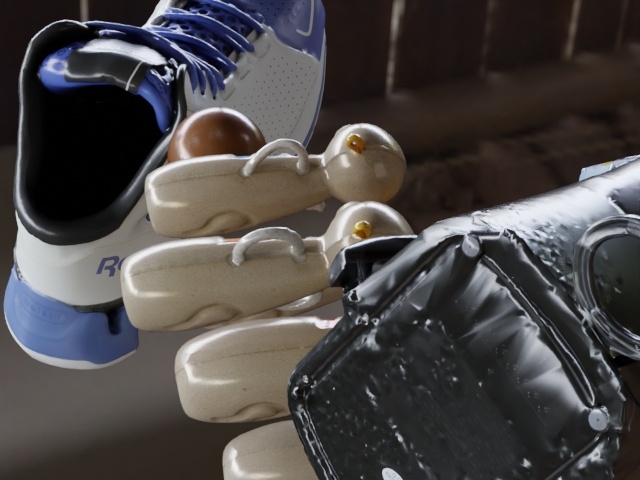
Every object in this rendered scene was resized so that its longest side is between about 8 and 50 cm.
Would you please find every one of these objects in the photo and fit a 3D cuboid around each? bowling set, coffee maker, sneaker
[{"bbox_3d":[0.000,0.000,0.859,0.154,0.287,0.199,-10,62,4],"label":"bowling set"},{"bbox_3d":[0.107,0.033,0.594,0.171,0.120,0.178,-17,1,42],"label":"coffee maker"},{"bbox_3d":[-0.091,-0.085,1.056,0.127,0.182,0.315,24,60,11],"label":"sneaker"}]

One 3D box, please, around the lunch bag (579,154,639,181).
[{"bbox_3d":[0.194,-0.023,0.975,0.083,0.053,0.071,24,-6,-7],"label":"lunch bag"}]
